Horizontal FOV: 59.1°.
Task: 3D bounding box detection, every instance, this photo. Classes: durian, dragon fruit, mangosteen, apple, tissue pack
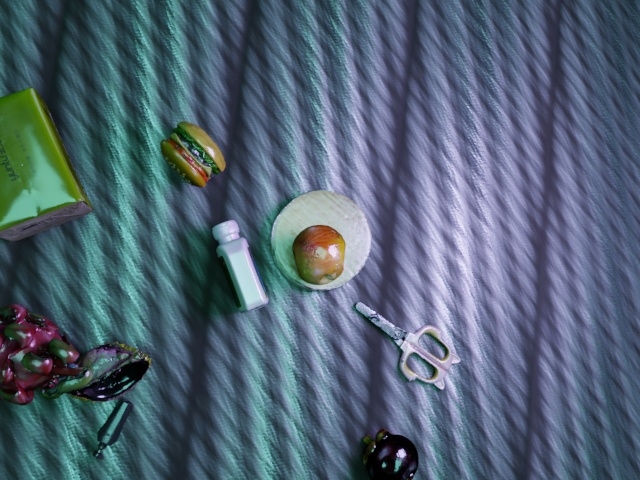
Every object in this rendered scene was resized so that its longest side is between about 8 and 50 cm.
[{"bbox_3d":[-0.484,0.291,1.296,0.187,0.119,0.108,-28,53,-16],"label":"durian"},{"bbox_3d":[-0.624,0.241,1.179,0.198,0.273,0.218,6,86,-46],"label":"dragon fruit"},{"bbox_3d":[0.164,0.531,1.382,0.137,0.137,0.151,-45,60,-13],"label":"mangosteen"},{"bbox_3d":[0.002,0.032,1.345,0.147,0.146,0.146,1,83,-11],"label":"apple"},{"bbox_3d":[-0.666,-0.163,1.259,0.200,0.167,0.274,-24,88,-13],"label":"tissue pack"}]

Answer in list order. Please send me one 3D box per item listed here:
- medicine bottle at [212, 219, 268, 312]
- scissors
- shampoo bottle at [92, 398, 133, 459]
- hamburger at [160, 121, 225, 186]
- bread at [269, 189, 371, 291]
[{"bbox_3d":[-0.196,0.062,1.356,0.078,0.115,0.219,-21,88,-12],"label":"medicine bottle"},{"bbox_3d":[0.217,0.259,1.465,0.318,0.024,0.160,36,78,-5],"label":"scissors"},{"bbox_3d":[-0.481,0.434,1.300,0.048,0.027,0.137,29,79,-5],"label":"shampoo bottle"},{"bbox_3d":[-0.305,-0.204,1.349,0.115,0.162,0.162,-43,93,-8],"label":"hamburger"},{"bbox_3d":[0.000,0.000,1.442,0.267,0.040,0.266,1,83,-11],"label":"bread"}]
